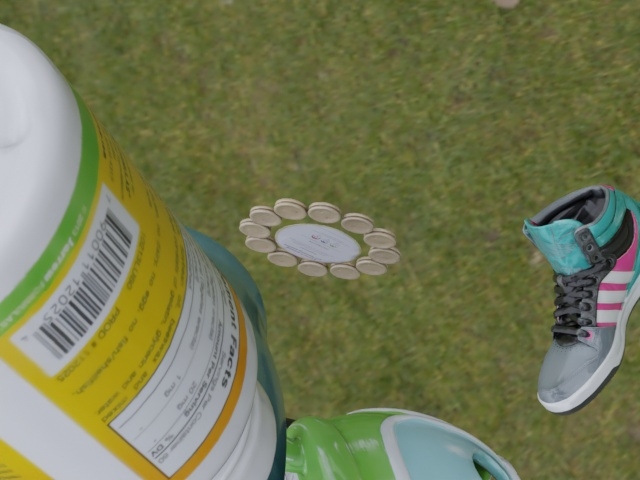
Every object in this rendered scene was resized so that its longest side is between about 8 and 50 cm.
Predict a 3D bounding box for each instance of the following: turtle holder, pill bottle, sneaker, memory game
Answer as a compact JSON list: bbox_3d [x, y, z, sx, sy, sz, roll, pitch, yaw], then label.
[{"bbox_3d":[0.076,0.280,1.164,0.320,0.228,0.243,-137,45,-65],"label":"turtle holder"},{"bbox_3d":[-0.107,0.038,0.549,0.136,0.136,0.245,22,160,32],"label":"pill bottle"},{"bbox_3d":[0.309,0.049,1.678,0.178,0.295,0.124,40,157,-27],"label":"sneaker"},{"bbox_3d":[0.000,0.000,1.544,0.186,0.186,0.012,-13,56,41],"label":"memory game"}]

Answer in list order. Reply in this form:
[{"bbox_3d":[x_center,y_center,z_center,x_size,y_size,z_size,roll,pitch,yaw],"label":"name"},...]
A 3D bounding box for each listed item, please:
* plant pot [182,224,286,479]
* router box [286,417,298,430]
[{"bbox_3d":[-0.143,0.123,0.974,0.272,0.255,0.271,3,120,6],"label":"plant pot"},{"bbox_3d":[-0.051,0.338,1.472,0.243,0.081,0.308,14,114,-14],"label":"router box"}]
